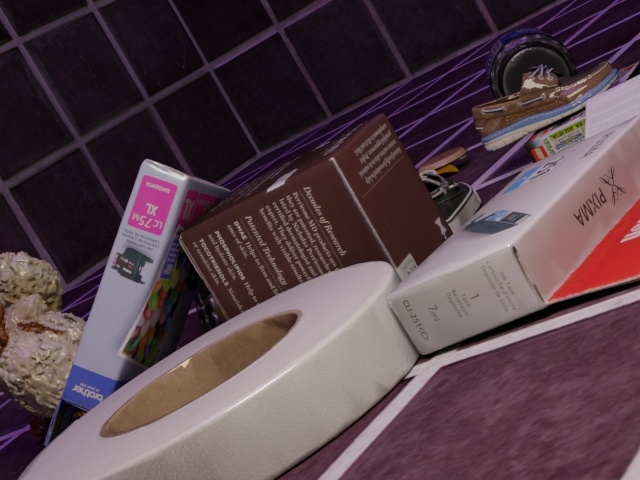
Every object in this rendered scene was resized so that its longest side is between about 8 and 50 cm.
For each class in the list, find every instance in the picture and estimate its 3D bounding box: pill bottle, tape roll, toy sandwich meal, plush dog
[{"bbox_3d":[0.300,-0.238,2.065,0.123,0.123,0.219,-29,7,9],"label":"pill bottle"},{"bbox_3d":[-0.089,0.145,1.284,0.392,0.072,0.392,-29,9,5],"label":"tape roll"},{"bbox_3d":[0.173,-0.104,2.047,0.085,0.029,0.085,-25,9,4],"label":"toy sandwich meal"},{"bbox_3d":[-0.323,0.148,1.731,0.211,0.262,0.225,-64,-1,-1],"label":"plush dog"}]

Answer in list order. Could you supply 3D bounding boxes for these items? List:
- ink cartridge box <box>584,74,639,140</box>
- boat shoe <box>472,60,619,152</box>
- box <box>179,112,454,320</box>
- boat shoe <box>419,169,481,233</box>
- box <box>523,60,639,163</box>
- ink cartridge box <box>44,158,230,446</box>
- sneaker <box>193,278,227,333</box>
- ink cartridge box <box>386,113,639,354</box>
[{"bbox_3d":[0.352,-0.124,1.535,0.145,0.045,0.179,-26,27,26],"label":"ink cartridge box"},{"bbox_3d":[0.263,-0.172,1.719,0.183,0.066,0.066,-28,8,18],"label":"boat shoe"},{"bbox_3d":[0.000,0.000,1.508,0.203,0.167,0.168,-26,9,28],"label":"box"},{"bbox_3d":[0.133,-0.045,1.660,0.078,0.070,0.219,-28,7,15],"label":"boat shoe"},{"bbox_3d":[0.328,-0.155,1.755,0.114,0.036,0.207,-26,9,31],"label":"box"},{"bbox_3d":[-0.190,0.076,1.550,0.186,0.065,0.311,15,-83,-79],"label":"ink cartridge box"},{"bbox_3d":[-0.091,0.058,1.846,0.118,0.107,0.279,-14,4,-22],"label":"sneaker"},{"bbox_3d":[0.231,-0.028,1.217,0.261,0.066,0.296,-24,10,40],"label":"ink cartridge box"}]
